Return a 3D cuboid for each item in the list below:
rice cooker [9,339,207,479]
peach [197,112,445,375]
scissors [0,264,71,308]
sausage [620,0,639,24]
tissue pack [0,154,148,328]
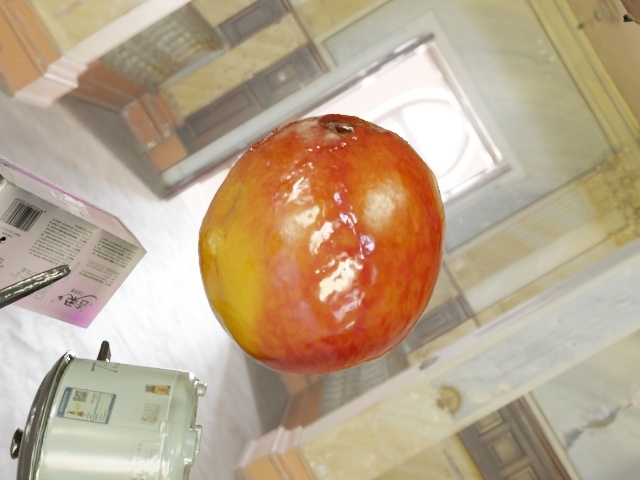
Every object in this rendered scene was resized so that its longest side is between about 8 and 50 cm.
[{"bbox_3d":[-0.267,0.264,0.998,0.241,0.227,0.280,107,-11,-60],"label":"rice cooker"},{"bbox_3d":[0.000,0.000,0.857,0.281,0.281,0.238,59,11,-6],"label":"peach"},{"bbox_3d":[-0.319,0.070,0.697,0.088,0.220,0.017,82,-18,-77],"label":"scissors"},{"bbox_3d":[0.452,-0.352,0.879,0.117,0.317,0.125,53,-19,-13],"label":"sausage"},{"bbox_3d":[-0.364,0.007,1.021,0.092,0.148,0.246,41,4,36],"label":"tissue pack"}]
